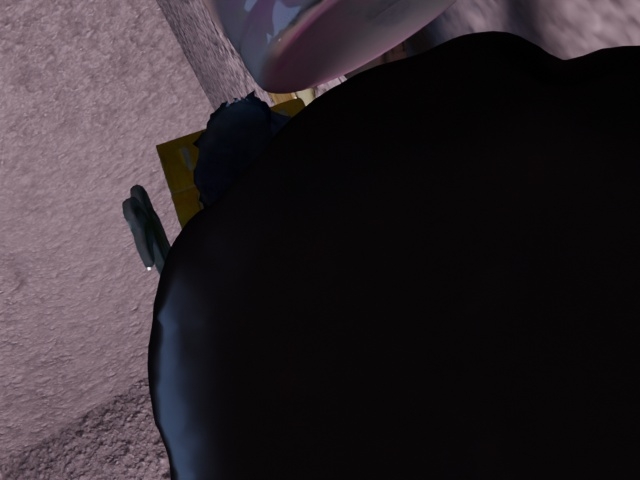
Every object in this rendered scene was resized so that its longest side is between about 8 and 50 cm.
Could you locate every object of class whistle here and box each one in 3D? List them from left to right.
[{"bbox_3d":[0.061,-0.015,0.554,0.304,0.062,0.062,15,-150,-44],"label":"whistle"}]

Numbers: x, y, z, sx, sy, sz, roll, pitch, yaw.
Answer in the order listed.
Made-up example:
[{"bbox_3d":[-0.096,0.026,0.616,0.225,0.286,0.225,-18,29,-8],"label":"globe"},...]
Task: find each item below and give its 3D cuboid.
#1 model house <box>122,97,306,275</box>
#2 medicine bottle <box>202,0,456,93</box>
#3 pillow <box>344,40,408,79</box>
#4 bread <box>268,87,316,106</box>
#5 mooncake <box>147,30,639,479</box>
[{"bbox_3d":[0.000,0.000,0.812,0.340,0.300,0.323,80,167,-74],"label":"model house"},{"bbox_3d":[-0.032,-0.215,0.454,0.254,0.152,0.152,58,175,6],"label":"medicine bottle"},{"bbox_3d":[-0.018,-0.227,0.718,0.270,0.067,0.173,54,167,40],"label":"pillow"},{"bbox_3d":[-0.075,-0.259,1.183,0.267,0.040,0.267,58,174,9],"label":"bread"},{"bbox_3d":[0.076,0.055,0.393,0.283,0.283,0.141,60,-161,-11],"label":"mooncake"}]
